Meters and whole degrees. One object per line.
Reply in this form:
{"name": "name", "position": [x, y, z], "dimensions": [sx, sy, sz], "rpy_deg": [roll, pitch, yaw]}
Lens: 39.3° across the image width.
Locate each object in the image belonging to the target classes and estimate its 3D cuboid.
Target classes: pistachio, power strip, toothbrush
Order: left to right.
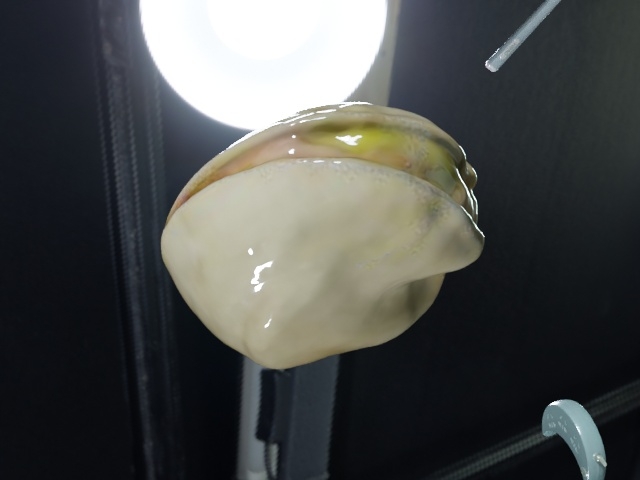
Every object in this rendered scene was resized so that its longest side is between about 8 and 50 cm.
{"name": "pistachio", "position": [0.000, 0.000, 1.124], "dimensions": [0.365, 0.445, 0.281], "rpy_deg": [29, -131, -34]}
{"name": "toothbrush", "position": [0.398, -0.407, 1.512], "dimensions": [0.025, 0.342, 0.030], "rpy_deg": [34, -139, -12]}
{"name": "power strip", "position": [0.518, 0.403, 1.808], "dimensions": [0.044, 0.216, 0.137], "rpy_deg": [-11, -63, -13]}
